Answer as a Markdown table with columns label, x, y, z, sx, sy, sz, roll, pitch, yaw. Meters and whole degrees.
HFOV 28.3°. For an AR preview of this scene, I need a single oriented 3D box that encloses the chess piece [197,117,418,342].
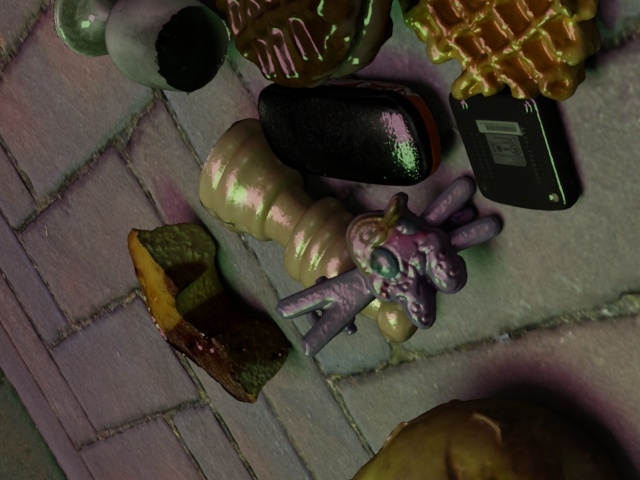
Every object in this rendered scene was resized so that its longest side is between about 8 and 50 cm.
| label | x | y | z | sx | sy | sz | roll | pitch | yaw |
| --- | --- | --- | --- | --- | --- | --- | --- | --- | --- |
| chess piece | 0.000 | 0.000 | 1.473 | 0.307 | 0.124 | 0.139 | 40 | 110 | 23 |

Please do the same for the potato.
| label | x | y | z | sx | sy | sz | roll | pitch | yaw |
| --- | --- | --- | --- | --- | --- | --- | --- | --- | --- |
| potato | 0.177 | 0.271 | 1.344 | 0.289 | 0.301 | 0.237 | 20 | 121 | 1 |

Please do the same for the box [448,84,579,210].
| label | x | y | z | sx | sy | sz | roll | pitch | yaw |
| --- | --- | --- | --- | --- | --- | --- | --- | --- | --- |
| box | 0.179 | -0.085 | 1.182 | 0.126 | 0.027 | 0.125 | 9 | 126 | 55 |

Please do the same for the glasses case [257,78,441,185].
| label | x | y | z | sx | sy | sz | roll | pitch | yaw |
| --- | --- | --- | --- | --- | --- | --- | --- | --- | --- |
| glasses case | 0.025 | -0.117 | 1.340 | 0.267 | 0.067 | 0.103 | 14 | 126 | 51 |

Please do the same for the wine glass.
| label | x | y | z | sx | sy | sz | roll | pitch | yaw |
| --- | --- | --- | --- | --- | --- | --- | --- | --- | --- |
| wine glass | -0.218 | -0.255 | 1.541 | 0.241 | 0.126 | 0.126 | 28 | 140 | 47 |

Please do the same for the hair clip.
| label | x | y | z | sx | sy | sz | roll | pitch | yaw |
| --- | --- | --- | --- | --- | --- | --- | --- | --- | --- |
| hair clip | 0.063 | 0.043 | 1.325 | 0.278 | 0.090 | 0.137 | -37 | 80 | 36 |

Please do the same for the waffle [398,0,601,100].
| label | x | y | z | sx | sy | sz | roll | pitch | yaw |
| --- | --- | --- | --- | --- | --- | --- | --- | --- | --- |
| waffle | 0.144 | -0.207 | 1.086 | 0.219 | 0.057 | 0.229 | 58 | 153 | 3 |

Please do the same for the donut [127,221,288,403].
| label | x | y | z | sx | sy | sz | roll | pitch | yaw |
| --- | --- | --- | --- | --- | --- | --- | --- | --- | --- |
| donut | -0.160 | 0.106 | 1.816 | 0.295 | 0.112 | 0.151 | 55 | 154 | 9 |

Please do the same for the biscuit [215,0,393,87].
| label | x | y | z | sx | sy | sz | roll | pitch | yaw |
| --- | --- | --- | --- | --- | --- | --- | --- | --- | --- |
| biscuit | -0.028 | -0.298 | 1.154 | 0.332 | 0.103 | 0.332 | 48 | 146 | 49 |
